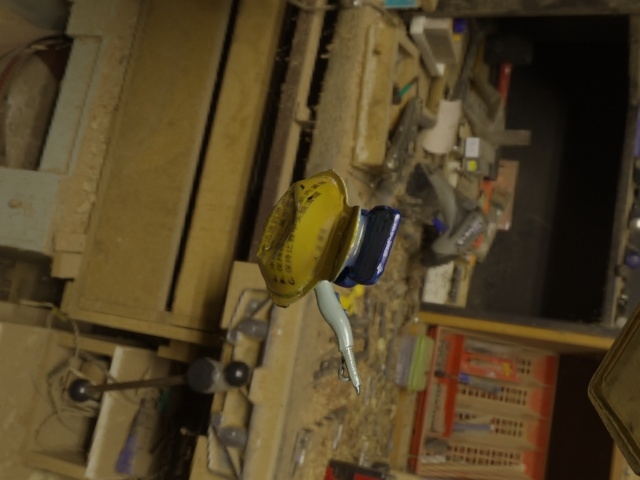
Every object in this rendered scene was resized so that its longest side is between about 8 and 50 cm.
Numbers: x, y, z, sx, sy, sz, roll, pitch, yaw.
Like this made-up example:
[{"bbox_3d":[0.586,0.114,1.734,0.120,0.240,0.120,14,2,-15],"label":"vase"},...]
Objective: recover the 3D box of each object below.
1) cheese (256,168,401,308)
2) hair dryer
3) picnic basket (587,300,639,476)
[{"bbox_3d":[0.000,0.000,0.771,0.064,0.250,0.157,23,84,-28],"label":"cheese"},{"bbox_3d":[0.040,0.053,0.881,0.167,0.199,0.067,-43,152,7],"label":"hair dryer"},{"bbox_3d":[0.399,0.076,0.634,0.313,0.175,0.228,-63,176,11],"label":"picnic basket"}]
